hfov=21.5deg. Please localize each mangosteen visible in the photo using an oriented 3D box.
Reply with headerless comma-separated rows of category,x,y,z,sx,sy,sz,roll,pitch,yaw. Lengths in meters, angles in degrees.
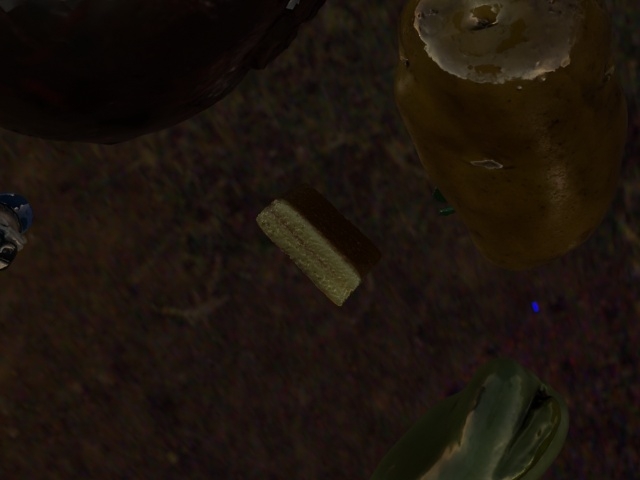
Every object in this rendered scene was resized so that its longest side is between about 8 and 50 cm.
mangosteen,-0.123,-0.195,0.862,0.293,0.297,0.297,16,65,1

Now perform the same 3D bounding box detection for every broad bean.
broad bean,0.135,0.205,1.564,0.228,0.100,0.169,-37,22,41

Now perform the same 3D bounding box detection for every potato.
potato,0.177,-0.115,1.552,0.195,0.369,0.176,-20,41,-4

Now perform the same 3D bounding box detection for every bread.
bread,0.000,0.000,1.253,0.090,0.094,0.035,44,105,1

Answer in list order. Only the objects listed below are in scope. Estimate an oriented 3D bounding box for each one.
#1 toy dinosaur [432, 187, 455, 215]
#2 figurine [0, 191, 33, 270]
toy dinosaur,0.146,-0.060,1.762,0.060,0.119,0.029,-18,60,-2
figurine,-0.371,-0.001,1.911,0.079,0.077,0.136,-60,20,24
